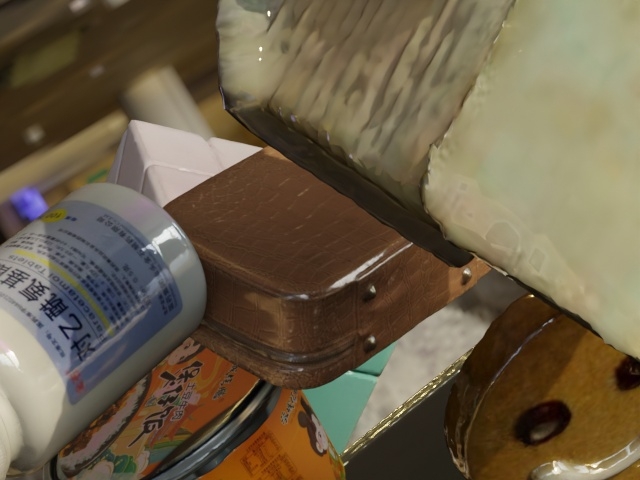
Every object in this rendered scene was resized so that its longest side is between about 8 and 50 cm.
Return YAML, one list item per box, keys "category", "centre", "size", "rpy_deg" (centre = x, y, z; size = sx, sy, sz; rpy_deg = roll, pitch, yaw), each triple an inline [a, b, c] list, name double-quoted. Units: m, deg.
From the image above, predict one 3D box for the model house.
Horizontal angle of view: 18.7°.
- category: "model house"
  centre: [0.107, -0.134, 0.866]
  size: [0.284, 0.243, 0.298]
  rpy_deg: [30, 88, 53]

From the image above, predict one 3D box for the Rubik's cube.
- category: "Rubik's cube"
  centre: [-0.083, 0.056, 1.677]
  size: [0.231, 0.225, 0.221]
  rpy_deg: [-65, 27, 23]

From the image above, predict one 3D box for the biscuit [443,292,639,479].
- category: "biscuit"
  centre: [0.177, 0.185, 1.159]
  size: [0.283, 0.064, 0.432]
  rpy_deg: [-26, -45, -9]

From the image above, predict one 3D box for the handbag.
- category: "handbag"
  centre: [0.000, 0.000, 1.113]
  size: [0.151, 0.072, 0.193]
  rpy_deg: [22, 39, 31]

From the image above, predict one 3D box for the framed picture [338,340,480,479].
- category: "framed picture"
  centre: [0.164, 0.168, 1.596]
  size: [0.339, 0.255, 0.014]
  rpy_deg: [-38, 43, -13]

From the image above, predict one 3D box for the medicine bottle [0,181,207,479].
- category: "medicine bottle"
  centre: [-0.150, 0.055, 0.998]
  size: [0.103, 0.102, 0.187]
  rpy_deg: [-30, 8, 48]

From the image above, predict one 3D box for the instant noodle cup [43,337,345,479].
- category: "instant noodle cup"
  centre: [-0.062, 0.140, 1.196]
  size: [0.178, 0.125, 0.208]
  rpy_deg: [-6, 36, 50]
